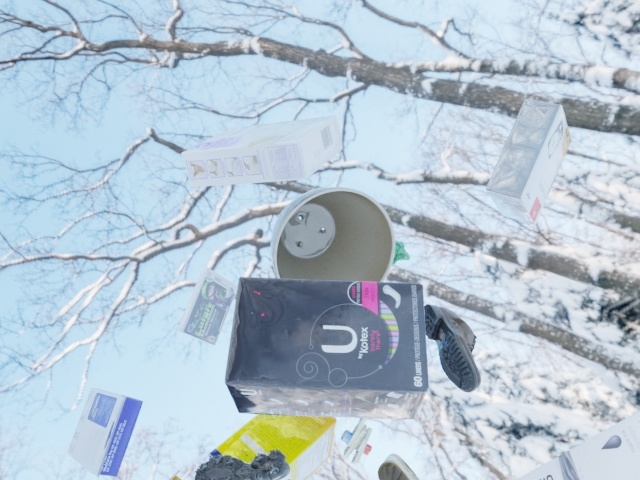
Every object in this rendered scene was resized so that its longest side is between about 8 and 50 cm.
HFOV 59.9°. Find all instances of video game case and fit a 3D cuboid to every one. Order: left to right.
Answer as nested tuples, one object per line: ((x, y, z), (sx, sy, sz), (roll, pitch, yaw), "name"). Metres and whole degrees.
((-0.318, 0.192, 1.595), (0.173, 0.022, 0.190), (46, -119, -57), "video game case")

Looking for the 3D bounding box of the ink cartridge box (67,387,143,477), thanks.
((-0.484, 0.428, 1.255), (0.065, 0.333, 0.165), (26, -112, -27), "ink cartridge box")

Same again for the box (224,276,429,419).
((0.011, 0.159, 0.812), (0.143, 0.270, 0.165), (88, -177, -57), "box")

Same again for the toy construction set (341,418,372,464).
((0.035, 0.434, 1.489), (0.328, 0.151, 0.215), (43, -144, -9), "toy construction set")

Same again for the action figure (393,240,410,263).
((0.213, 0.031, 1.779), (0.063, 0.232, 0.137), (27, -92, -26), "action figure")

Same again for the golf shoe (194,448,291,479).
((-0.152, 0.474, 1.095), (0.077, 0.198, 0.094), (-81, -23, -52), "golf shoe")

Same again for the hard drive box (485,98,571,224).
((0.489, -0.178, 1.295), (0.181, 0.089, 0.232), (29, -96, -55), "hard drive box")

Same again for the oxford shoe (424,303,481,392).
((0.291, 0.216, 1.151), (0.096, 0.227, 0.083), (8, -55, -17), "oxford shoe")

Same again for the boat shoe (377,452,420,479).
((0.280, 0.752, 1.586), (0.109, 0.302, 0.098), (-41, -13, 19), "boat shoe")

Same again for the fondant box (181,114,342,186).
((-0.142, -0.225, 1.395), (0.238, 0.330, 0.096), (-48, -49, -55), "fondant box")

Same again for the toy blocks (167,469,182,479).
((-0.379, 0.731, 1.573), (0.054, 0.148, 0.123), (-44, -6, -9), "toy blocks")

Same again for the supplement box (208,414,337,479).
((-0.141, 0.652, 1.691), (0.356, 0.195, 0.194), (-30, -42, -41), "supplement box")

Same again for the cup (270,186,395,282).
((0.000, 0.000, 1.503), (0.331, 0.237, 0.331), (-6, -72, -20), "cup")

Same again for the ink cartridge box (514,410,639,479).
((0.387, 0.358, 0.679), (0.117, 0.207, 0.283), (27, -57, -25), "ink cartridge box")
